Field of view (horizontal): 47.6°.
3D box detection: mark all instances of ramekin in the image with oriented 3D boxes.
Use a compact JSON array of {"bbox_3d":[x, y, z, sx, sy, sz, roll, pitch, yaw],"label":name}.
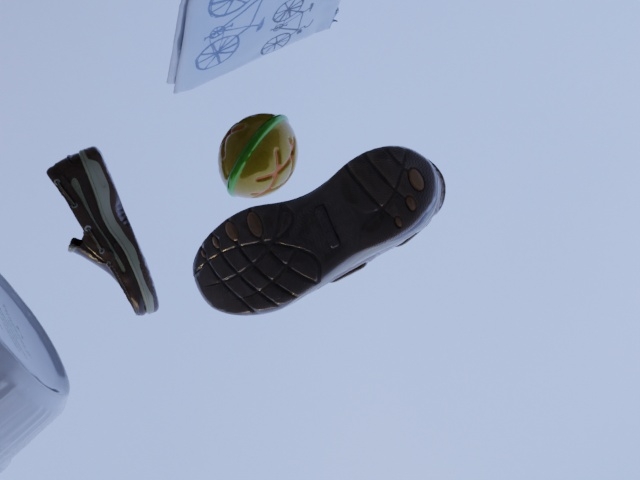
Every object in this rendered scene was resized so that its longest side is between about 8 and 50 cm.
[{"bbox_3d":[-0.407,0.131,0.842,0.127,0.273,0.273,-34,-121,-9],"label":"ramekin"}]

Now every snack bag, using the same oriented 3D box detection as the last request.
[{"bbox_3d":[-0.080,-0.377,1.152,0.342,0.323,0.037,-29,-97,-21],"label":"snack bag"}]

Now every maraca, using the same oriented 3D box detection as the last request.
[{"bbox_3d":[-0.079,-0.112,0.973,0.099,0.185,0.127,38,-84,4],"label":"maraca"}]

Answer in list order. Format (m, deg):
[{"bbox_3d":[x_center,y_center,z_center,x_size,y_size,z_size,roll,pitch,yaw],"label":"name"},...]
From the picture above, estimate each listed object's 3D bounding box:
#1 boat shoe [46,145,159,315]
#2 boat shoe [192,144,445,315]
[{"bbox_3d":[-0.319,-0.002,1.054,0.095,0.095,0.257,-22,-81,-12],"label":"boat shoe"},{"bbox_3d":[0.000,0.000,0.817,0.324,0.116,0.123,-22,-98,27],"label":"boat shoe"}]
